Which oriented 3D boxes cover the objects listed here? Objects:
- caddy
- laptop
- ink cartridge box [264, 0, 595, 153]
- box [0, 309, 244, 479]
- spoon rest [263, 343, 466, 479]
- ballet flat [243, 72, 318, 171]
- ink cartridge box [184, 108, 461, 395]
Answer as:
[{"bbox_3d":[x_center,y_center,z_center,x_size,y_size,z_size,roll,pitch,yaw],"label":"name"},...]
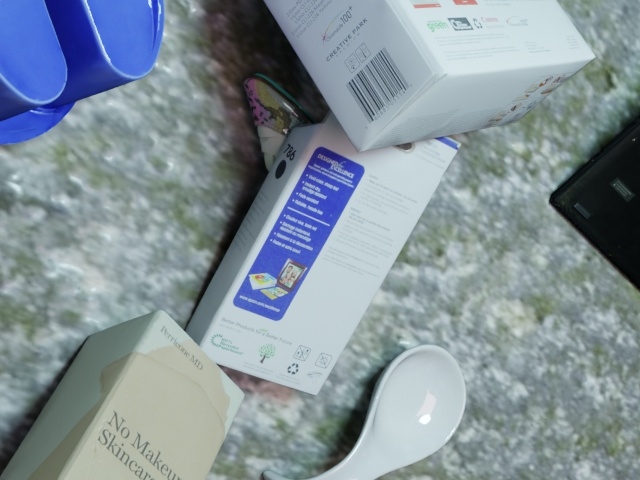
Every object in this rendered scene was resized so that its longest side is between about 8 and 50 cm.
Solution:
[{"bbox_3d":[-0.290,-0.258,0.947,0.241,0.179,0.341,-27,110,-49],"label":"caddy"},{"bbox_3d":[0.556,-0.134,1.514,0.408,0.236,0.382,-43,118,15],"label":"laptop"},{"bbox_3d":[0.102,-0.252,1.102,0.309,0.130,0.272,-15,70,-49],"label":"ink cartridge box"},{"bbox_3d":[-0.207,0.230,1.007,0.148,0.121,0.311,49,41,-24],"label":"box"},{"bbox_3d":[0.068,0.231,1.260,0.276,0.084,0.137,-33,111,-20],"label":"spoon rest"},{"bbox_3d":[-0.013,-0.092,1.180,0.221,0.077,0.079,38,82,-32],"label":"ballet flat"},{"bbox_3d":[0.000,0.000,1.151,0.165,0.065,0.333,24,104,-29],"label":"ink cartridge box"}]
